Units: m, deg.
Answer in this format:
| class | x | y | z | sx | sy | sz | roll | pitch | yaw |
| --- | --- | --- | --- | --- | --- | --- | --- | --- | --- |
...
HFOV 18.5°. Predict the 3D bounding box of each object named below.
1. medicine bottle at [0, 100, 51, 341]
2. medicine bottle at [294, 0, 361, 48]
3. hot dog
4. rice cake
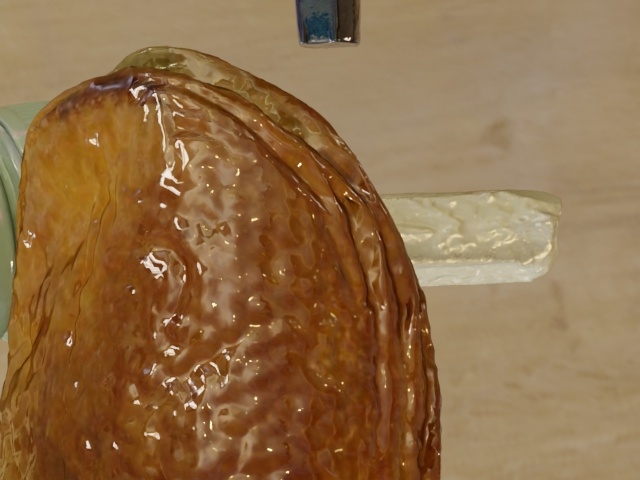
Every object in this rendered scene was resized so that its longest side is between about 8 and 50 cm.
| class | x | y | z | sx | sy | sz | roll | pitch | yaw |
| --- | --- | --- | --- | --- | --- | --- | --- | --- | --- |
| medicine bottle | -0.302 | 0.008 | 1.206 | 0.318 | 0.158 | 0.158 | -11 | 107 | -29 |
| medicine bottle | 0.085 | -0.264 | 1.771 | 0.258 | 0.079 | 0.124 | -19 | 85 | 16 |
| hot dog | -0.052 | 0.067 | 0.743 | 0.122 | 0.196 | 0.272 | 17 | 64 | -42 |
| rice cake | 0.000 | 0.000 | 1.038 | 0.256 | 0.057 | 0.052 | -3 | 103 | 7 |
